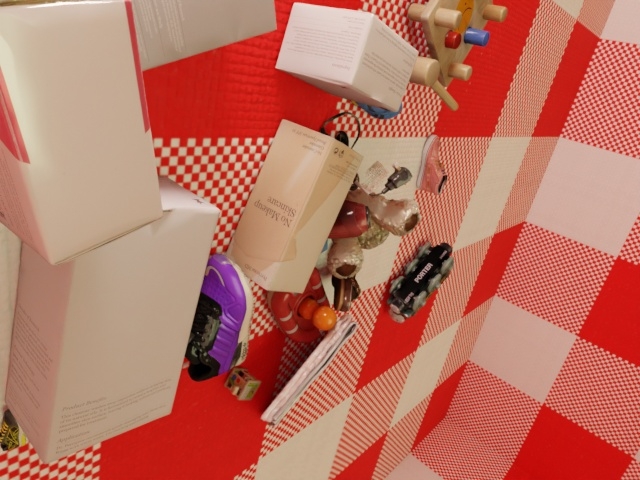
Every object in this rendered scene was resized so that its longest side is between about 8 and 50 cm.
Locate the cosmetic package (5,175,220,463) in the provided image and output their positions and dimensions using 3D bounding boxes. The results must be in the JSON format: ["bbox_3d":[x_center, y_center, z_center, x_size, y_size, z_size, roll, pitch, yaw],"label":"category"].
[{"bbox_3d":[-0.315,0.101,0.708,0.217,0.156,0.386,-3,115,-53],"label":"cosmetic package"}]

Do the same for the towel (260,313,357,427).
[{"bbox_3d":[-0.034,0.352,1.256,0.332,0.053,0.317,-48,172,-18],"label":"towel"}]

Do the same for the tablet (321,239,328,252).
[{"bbox_3d":[0.000,0.000,1.196,0.054,0.006,0.084,-32,136,-37],"label":"tablet"}]

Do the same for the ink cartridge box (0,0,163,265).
[{"bbox_3d":[-0.292,-0.135,0.445,0.117,0.282,0.208,-33,138,-42],"label":"ink cartridge box"}]

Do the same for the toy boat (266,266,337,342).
[{"bbox_3d":[-0.024,0.170,1.155,0.151,0.151,0.231,-45,144,-23],"label":"toy boat"}]

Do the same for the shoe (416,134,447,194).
[{"bbox_3d":[0.353,-0.228,1.440,0.063,0.081,0.178,-24,132,-44],"label":"shoe"}]

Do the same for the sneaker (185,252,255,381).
[{"bbox_3d":[-0.219,0.170,0.934,0.146,0.102,0.294,-25,133,-42],"label":"sneaker"}]

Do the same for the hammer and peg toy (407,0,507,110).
[{"bbox_3d":[0.310,-0.501,1.141,0.362,0.127,0.266,-59,149,-4],"label":"hammer and peg toy"}]

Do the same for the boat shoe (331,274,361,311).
[{"bbox_3d":[0.071,0.121,1.216,0.207,0.072,0.073,-88,-165,-66],"label":"boat shoe"}]

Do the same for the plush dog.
[{"bbox_3d":[0.102,-0.042,1.186,0.262,0.211,0.225,-38,163,3],"label":"plush dog"}]

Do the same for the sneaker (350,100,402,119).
[{"bbox_3d":[0.151,-0.319,1.099,0.209,0.082,0.069,0,112,-55],"label":"sneaker"}]

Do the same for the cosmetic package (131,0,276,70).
[{"bbox_3d":[-0.183,-0.305,0.611,0.238,0.127,0.107,-39,140,-34],"label":"cosmetic package"}]

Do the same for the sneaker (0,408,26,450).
[{"bbox_3d":[-0.483,0.297,0.732,0.035,0.031,0.084,-22,131,-44],"label":"sneaker"}]

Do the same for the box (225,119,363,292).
[{"bbox_3d":[-0.056,-0.063,0.948,0.121,0.147,0.312,14,101,-56],"label":"box"}]

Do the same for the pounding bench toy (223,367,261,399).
[{"bbox_3d":[-0.197,0.339,1.122,0.052,0.065,0.083,-60,147,-1],"label":"pounding bench toy"}]

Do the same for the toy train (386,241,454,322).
[{"bbox_3d":[0.361,0.153,1.694,0.334,0.142,0.190,-46,154,-22],"label":"toy train"}]

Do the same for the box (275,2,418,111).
[{"bbox_3d":[0.050,-0.330,0.861,0.180,0.181,0.119,2,110,-55],"label":"box"}]

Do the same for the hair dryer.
[{"bbox_3d":[0.034,-0.110,1.042,0.293,0.223,0.080,-47,171,5],"label":"hair dryer"}]
